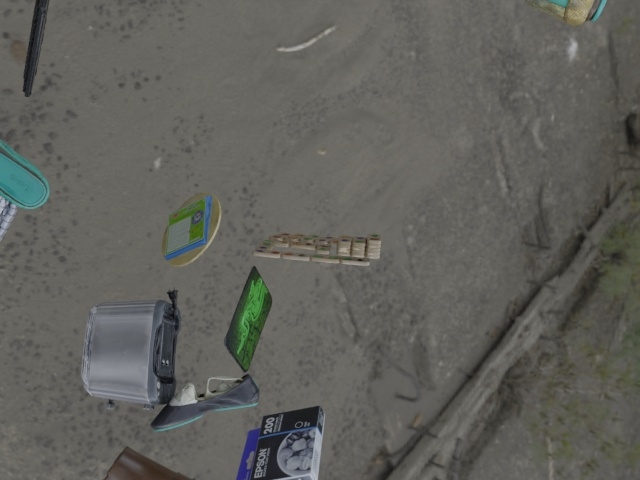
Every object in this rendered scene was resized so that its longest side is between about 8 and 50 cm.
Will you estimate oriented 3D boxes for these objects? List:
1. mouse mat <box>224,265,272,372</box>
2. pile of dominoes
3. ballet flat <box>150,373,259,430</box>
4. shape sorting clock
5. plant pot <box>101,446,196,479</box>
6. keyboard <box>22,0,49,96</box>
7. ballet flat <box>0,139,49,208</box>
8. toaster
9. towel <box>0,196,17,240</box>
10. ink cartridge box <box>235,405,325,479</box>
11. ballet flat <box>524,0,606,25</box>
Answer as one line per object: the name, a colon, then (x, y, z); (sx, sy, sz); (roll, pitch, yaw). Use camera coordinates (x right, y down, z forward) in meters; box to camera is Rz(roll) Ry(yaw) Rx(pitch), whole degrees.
mouse mat: (-0.150, 0.168, 1.361); (0.152, 0.007, 0.190); (69, 31, -52)
pile of dominoes: (0.000, 0.000, 1.332); (0.196, 0.251, 0.040); (-65, 159, -75)
ballet flat: (-0.213, 0.287, 1.170); (0.203, 0.074, 0.074); (-11, 107, -17)
shape sorting clock: (-0.324, -0.028, 1.612); (0.040, 0.206, 0.206); (31, 73, -45)
plant pot: (-0.375, 0.528, 1.336); (0.165, 0.167, 0.167); (35, 63, -2)
keyboard: (-0.487, -0.345, 1.096); (0.023, 0.180, 0.108); (12, 44, -25)
ballet flat: (-0.540, -0.140, 1.012); (0.247, 0.087, 0.083); (46, 73, -23)
toaster: (-0.346, 0.196, 1.181); (0.129, 0.146, 0.227); (69, 21, -75)
towel: (-0.790, -0.052, 1.356); (0.284, 0.235, 0.121); (-58, 151, 3)
ink cartridge box: (-0.099, 0.481, 1.472); (0.206, 0.208, 0.045); (-80, 151, -60)
ballet flat: (0.340, -0.404, 0.870); (0.123, 0.123, 0.348); (64, 38, -34)
